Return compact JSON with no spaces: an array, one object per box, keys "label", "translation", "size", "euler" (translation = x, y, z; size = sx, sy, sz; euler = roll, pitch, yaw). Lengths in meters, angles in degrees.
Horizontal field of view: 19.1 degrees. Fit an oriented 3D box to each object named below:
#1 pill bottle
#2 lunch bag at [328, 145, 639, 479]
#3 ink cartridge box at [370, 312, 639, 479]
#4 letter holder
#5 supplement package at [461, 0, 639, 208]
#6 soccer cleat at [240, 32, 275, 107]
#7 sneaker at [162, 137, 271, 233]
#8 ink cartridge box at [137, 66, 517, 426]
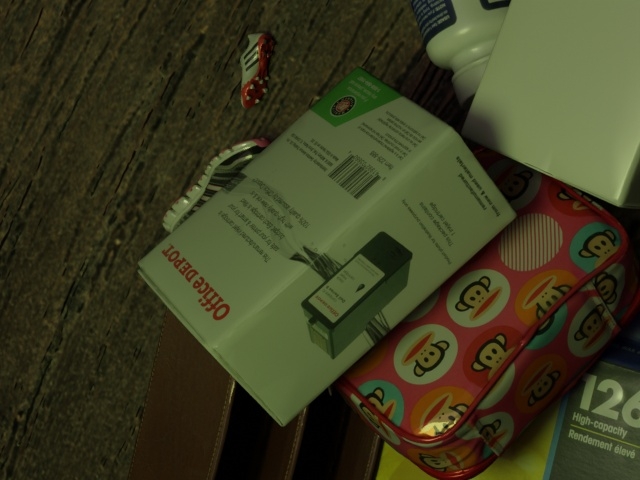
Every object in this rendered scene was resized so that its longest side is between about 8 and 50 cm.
[{"label":"pill bottle","translation":[0.147,-0.227,1.853],"size":[0.112,0.112,0.186],"euler":[-25,75,30]},{"label":"lunch bag","translation":[0.130,0.055,1.783],"size":[0.293,0.120,0.258],"euler":[-45,51,-6]},{"label":"ink cartridge box","translation":[0.208,0.159,1.828],"size":[0.303,0.072,0.307],"euler":[16,100,34]},{"label":"letter holder","translation":[-0.057,0.183,1.921],"size":[0.214,0.152,0.302],"euler":[21,100,49]},{"label":"supplement package","translation":[0.285,-0.193,1.722],"size":[0.177,0.175,0.293],"euler":[27,103,29]},{"label":"soccer cleat","translation":[-0.073,-0.184,2.050],"size":[0.035,0.029,0.083],"euler":[16,94,42]},{"label":"sneaker","translation":[-0.098,-0.041,2.041],"size":[0.170,0.063,0.075],"euler":[-45,66,30]},{"label":"ink cartridge box","translation":[0.000,0.000,1.741],"size":[0.289,0.121,0.211],"euler":[-42,32,-3]}]
